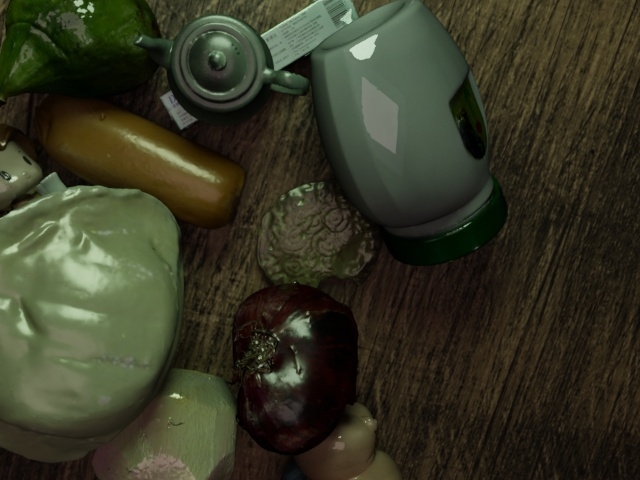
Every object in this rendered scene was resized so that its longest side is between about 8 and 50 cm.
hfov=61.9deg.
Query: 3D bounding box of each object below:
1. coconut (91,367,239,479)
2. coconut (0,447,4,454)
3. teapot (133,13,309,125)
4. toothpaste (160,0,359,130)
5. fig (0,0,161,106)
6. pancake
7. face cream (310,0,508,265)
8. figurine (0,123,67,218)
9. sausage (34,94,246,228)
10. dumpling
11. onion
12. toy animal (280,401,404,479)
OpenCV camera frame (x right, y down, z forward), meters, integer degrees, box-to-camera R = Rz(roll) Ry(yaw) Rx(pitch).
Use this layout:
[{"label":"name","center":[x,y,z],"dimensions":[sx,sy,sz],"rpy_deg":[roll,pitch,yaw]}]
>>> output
[{"label":"coconut","center":[-0.249,0.331,0.871],"dimensions":[0.226,0.227,0.231],"rpy_deg":[11,68,-10]},{"label":"coconut","center":[-0.608,0.201,0.766],"dimensions":[0.352,0.352,0.353],"rpy_deg":[-1,100,-8]},{"label":"teapot","center":[-0.131,-0.243,0.748],"dimensions":[0.239,0.149,0.163],"rpy_deg":[14,98,-11]},{"label":"toothpaste","center":[-0.097,-0.289,0.863],"dimensions":[0.336,0.081,0.067],"rpy_deg":[-31,103,-1]},{"label":"fig","center":[-0.353,-0.265,0.741],"dimensions":[0.203,0.203,0.235],"rpy_deg":[37,55,-13]},{"label":"pancake","center":[0.000,0.000,0.956],"dimensions":[0.234,0.029,0.212],"rpy_deg":[-7,101,-7]},{"label":"face cream","center":[0.134,-0.159,0.820],"dimensions":[0.219,0.313,0.357],"rpy_deg":[-8,123,35]},{"label":"figurine","center":[-0.463,-0.065,0.822],"dimensions":[0.189,0.142,0.263],"rpy_deg":[-34,109,33]},{"label":"sausage","center":[-0.296,-0.130,0.852],"dimensions":[0.353,0.116,0.134],"rpy_deg":[22,108,-7]},{"label":"dumpling","center":[-0.334,0.098,0.718],"dimensions":[0.315,0.233,0.395],"rpy_deg":[41,70,-48]},{"label":"onion","center":[-0.041,0.206,0.865],"dimensions":[0.221,0.281,0.281],"rpy_deg":[-25,104,22]},{"label":"toy animal","center":[0.049,0.407,0.956],"dimensions":[0.229,0.210,0.221],"rpy_deg":[16,100,16]}]
